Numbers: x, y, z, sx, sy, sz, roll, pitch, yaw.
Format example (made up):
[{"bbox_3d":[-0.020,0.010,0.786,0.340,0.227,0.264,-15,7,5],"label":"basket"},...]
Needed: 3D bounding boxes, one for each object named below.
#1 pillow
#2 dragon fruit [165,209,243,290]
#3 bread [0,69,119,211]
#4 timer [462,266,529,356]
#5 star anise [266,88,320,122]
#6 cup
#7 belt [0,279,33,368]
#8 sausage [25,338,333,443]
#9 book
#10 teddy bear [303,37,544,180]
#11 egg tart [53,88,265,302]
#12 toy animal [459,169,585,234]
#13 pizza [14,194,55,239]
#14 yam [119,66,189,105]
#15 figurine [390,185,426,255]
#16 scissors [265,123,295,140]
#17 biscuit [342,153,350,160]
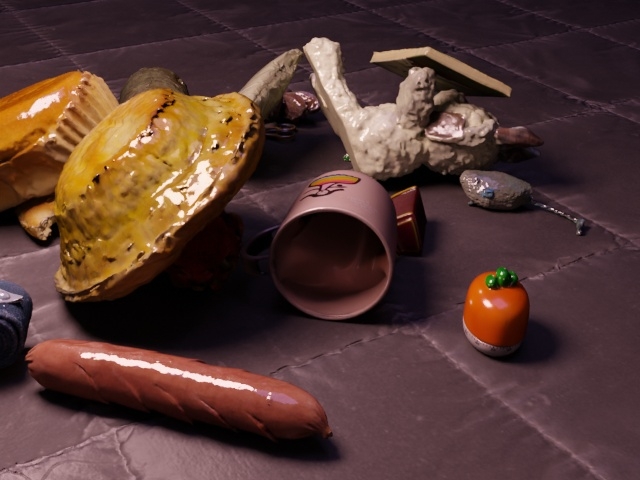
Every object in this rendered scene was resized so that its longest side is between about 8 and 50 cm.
[{"bbox_3d":[-0.164,-0.245,1.859,0.076,0.274,0.281,45,41,-8],"label":"pillow"},{"bbox_3d":[-0.185,0.003,1.525,0.133,0.150,0.208,37,28,2],"label":"dragon fruit"},{"bbox_3d":[-0.544,-0.174,1.637,0.388,0.183,0.236,-28,36,3],"label":"bread"},{"bbox_3d":[0.264,0.097,1.387,0.099,0.136,0.136,-8,30,-6],"label":"timer"},{"bbox_3d":[-0.112,-0.313,2.133,0.197,0.073,0.212,-15,25,-33],"label":"star anise"},{"bbox_3d":[0.000,0.000,1.490,0.252,0.192,0.200,-9,24,13],"label":"cup"},{"bbox_3d":[-0.511,0.132,1.270,0.218,0.122,0.128,-9,32,-6],"label":"belt"},{"bbox_3d":[-0.188,0.195,1.219,0.433,0.088,0.088,11,30,12],"label":"sausage"},{"bbox_3d":[0.235,-0.334,1.845,0.201,0.026,0.289,21,1,-18],"label":"book"},{"bbox_3d":[0.204,-0.271,1.870,0.362,0.327,0.375,-22,71,-4],"label":"teddy bear"},{"bbox_3d":[-0.283,-0.095,1.440,0.443,0.178,0.443,-33,28,20],"label":"egg tart"},{"bbox_3d":[0.387,-0.075,1.775,0.253,0.070,0.079,23,69,11],"label":"toy animal"},{"bbox_3d":[-0.465,-0.067,1.683,0.188,0.081,0.204,-25,36,-1],"label":"pizza"},{"bbox_3d":[-0.352,-0.267,1.966,0.161,0.161,0.268,-3,27,-8],"label":"yam"},{"bbox_3d":[0.134,-0.028,1.654,0.098,0.082,0.154,-5,28,16],"label":"figurine"},{"bbox_3d":[-0.165,-0.243,2.071,0.220,0.017,0.088,0,28,-2],"label":"scissors"},{"bbox_3d":[0.081,-0.194,1.999,0.046,0.016,0.089,9,30,13],"label":"biscuit"}]
